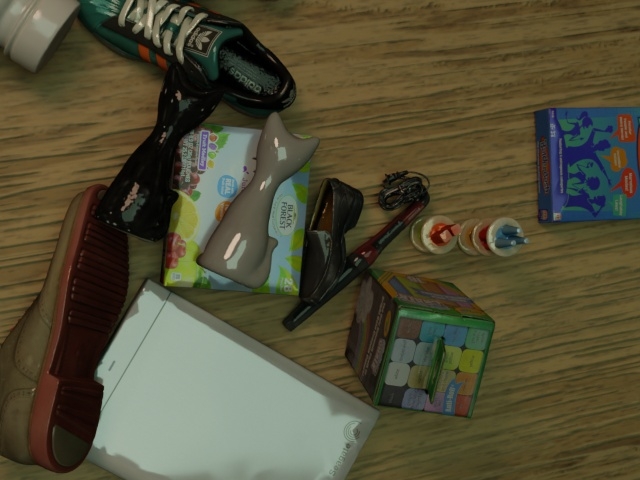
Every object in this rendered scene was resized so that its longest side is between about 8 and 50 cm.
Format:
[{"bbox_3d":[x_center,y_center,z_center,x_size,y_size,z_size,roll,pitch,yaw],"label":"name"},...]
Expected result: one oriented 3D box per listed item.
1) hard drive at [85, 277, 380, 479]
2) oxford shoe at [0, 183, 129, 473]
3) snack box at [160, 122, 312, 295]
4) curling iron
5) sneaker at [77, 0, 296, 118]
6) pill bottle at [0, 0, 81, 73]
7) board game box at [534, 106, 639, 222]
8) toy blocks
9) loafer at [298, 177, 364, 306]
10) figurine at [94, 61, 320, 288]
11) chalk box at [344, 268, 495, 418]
[{"bbox_3d":[-0.128,0.236,1.311,0.353,0.047,0.233,31,83,-13],"label":"hard drive"},{"bbox_3d":[-0.324,0.095,1.225,0.130,0.123,0.348,2,70,25],"label":"oxford shoe"},{"bbox_3d":[-0.107,-0.039,1.300,0.175,0.070,0.207,6,91,-13],"label":"snack box"},{"bbox_3d":[0.046,0.014,1.360,0.068,0.035,0.274,40,86,10],"label":"curling iron"},{"bbox_3d":[-0.161,-0.251,1.258,0.302,0.121,0.108,26,84,-13],"label":"sneaker"},{"bbox_3d":[-0.405,-0.301,1.192,0.229,0.131,0.131,34,83,-12],"label":"pill bottle"},{"bbox_3d":[0.409,-0.107,1.439,0.210,0.047,0.160,-3,91,-15],"label":"board game box"},{"bbox_3d":[0.196,-0.006,1.336,0.123,0.148,0.054,3,90,-14],"label":"toy blocks"},{"bbox_3d":[0.000,0.000,1.319,0.061,0.062,0.170,32,67,-44],"label":"loafer"},{"bbox_3d":[-0.126,-0.076,1.213,0.215,0.092,0.209,25,86,-11],"label":"figurine"},{"bbox_3d":[0.127,0.133,1.275,0.132,0.213,0.132,10,103,-15],"label":"chalk box"}]
